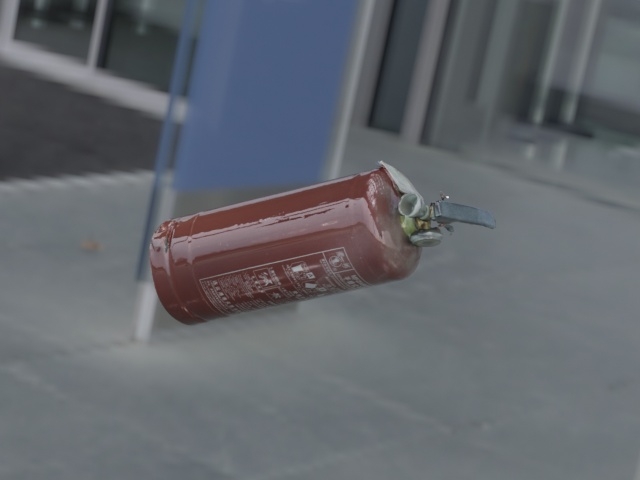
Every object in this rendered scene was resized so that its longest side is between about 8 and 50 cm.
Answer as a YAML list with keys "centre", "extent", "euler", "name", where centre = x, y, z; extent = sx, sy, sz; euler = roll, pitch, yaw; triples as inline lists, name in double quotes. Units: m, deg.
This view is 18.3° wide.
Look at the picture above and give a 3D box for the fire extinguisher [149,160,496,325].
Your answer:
- centre: [0.000, 0.000, 1.604]
  extent: [0.269, 0.104, 0.105]
  euler: [-14, 1, 27]
  name: "fire extinguisher"
